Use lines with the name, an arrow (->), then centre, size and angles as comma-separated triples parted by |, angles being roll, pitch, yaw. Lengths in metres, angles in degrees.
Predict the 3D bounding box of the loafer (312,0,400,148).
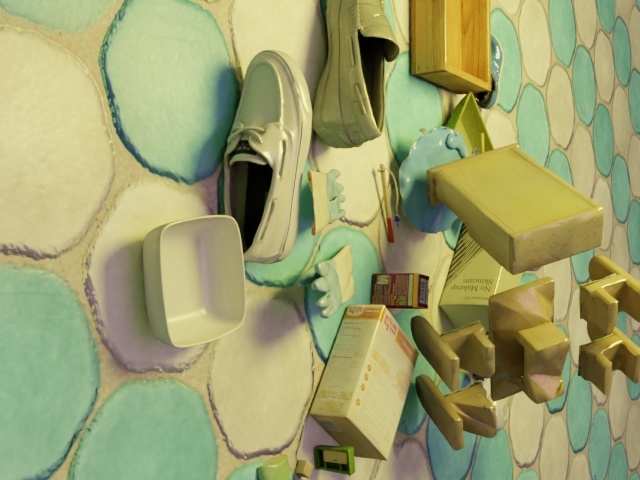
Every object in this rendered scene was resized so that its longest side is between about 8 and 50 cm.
loafer -> 0.067, -0.287, 1.242 | 0.112, 0.111, 0.320 | 22, 70, -54

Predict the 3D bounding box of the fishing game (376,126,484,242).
fishing game -> 0.193, -0.105, 1.458 | 0.264, 0.041, 0.189 | -24, 115, -35

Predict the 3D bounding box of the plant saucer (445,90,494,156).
plant saucer -> 0.270, -0.151, 1.605 | 0.188, 0.045, 0.188 | 58, 44, -37

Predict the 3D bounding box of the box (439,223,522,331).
box -> 0.322, 0.036, 1.620 | 0.094, 0.113, 0.275 | 53, 46, -40

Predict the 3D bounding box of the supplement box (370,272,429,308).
supplement box -> 0.126, 0.081, 1.343 | 0.043, 0.083, 0.055 | 15, 76, -56

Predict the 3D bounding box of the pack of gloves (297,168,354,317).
pack of gloves -> 0.000, 0.000, 1.176 | 0.232, 0.046, 0.195 | -26, 110, -77

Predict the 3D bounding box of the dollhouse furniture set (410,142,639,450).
dollhouse furniture set -> 0.318, 0.080, 1.418 | 0.362, 0.256, 0.394 | -17, 123, -13

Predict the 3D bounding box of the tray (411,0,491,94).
tray -> 0.238, -0.489, 1.546 | 0.203, 0.076, 0.411 | 3, 85, -56

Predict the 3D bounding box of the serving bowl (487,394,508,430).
serving bowl -> 0.369, 0.354, 1.753 | 0.083, 0.027, 0.083 | 5, 84, -56

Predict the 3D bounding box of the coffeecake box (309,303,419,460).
coffeecake box -> 0.071, 0.210, 1.269 | 0.142, 0.068, 0.185 | 53, 47, -41

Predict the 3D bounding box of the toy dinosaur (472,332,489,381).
toy dinosaur -> 0.356, 0.216, 1.714 | 0.268, 0.064, 0.118 | 3, 93, -59

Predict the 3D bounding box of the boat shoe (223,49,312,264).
boat shoe -> -0.077, -0.105, 1.044 | 0.088, 0.096, 0.268 | 1, 97, -61

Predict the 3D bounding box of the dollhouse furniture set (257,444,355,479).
dollhouse furniture set -> -0.016, 0.321, 1.143 | 0.151, 0.058, 0.076 | -11, 98, -56

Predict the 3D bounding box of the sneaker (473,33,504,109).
sneaker -> 0.326, -0.339, 1.685 | 0.084, 0.058, 0.152 | -6, 100, -65

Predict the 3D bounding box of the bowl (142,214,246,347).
bowl -> -0.148, 0.045, 0.960 | 0.142, 0.053, 0.142 | -11, 98, -56
